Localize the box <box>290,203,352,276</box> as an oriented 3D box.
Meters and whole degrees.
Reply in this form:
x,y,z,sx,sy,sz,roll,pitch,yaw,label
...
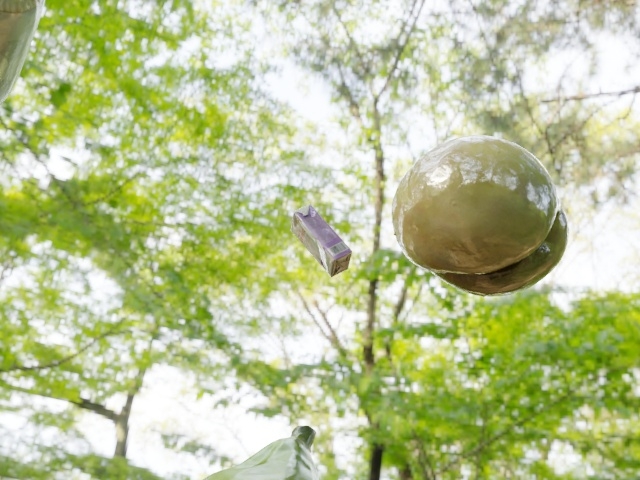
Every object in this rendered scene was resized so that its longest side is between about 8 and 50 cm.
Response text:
x,y,z,sx,sy,sz,roll,pitch,yaw,label
0.000,0.000,1.423,0.036,0.117,0.050,-26,-33,-27,box

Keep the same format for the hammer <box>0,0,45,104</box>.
x,y,z,sx,sy,sz,roll,pitch,yaw,label
-0.433,-0.228,0.862,0.306,0.113,0.202,9,-38,-29,hammer

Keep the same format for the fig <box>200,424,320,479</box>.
x,y,z,sx,sy,sz,roll,pitch,yaw,label
-0.080,0.329,0.858,0.233,0.314,0.233,-4,-66,-8,fig

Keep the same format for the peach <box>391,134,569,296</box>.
x,y,z,sx,sy,sz,roll,pitch,yaw,label
0.259,-0.043,1.480,0.292,0.247,0.292,30,1,0,peach
